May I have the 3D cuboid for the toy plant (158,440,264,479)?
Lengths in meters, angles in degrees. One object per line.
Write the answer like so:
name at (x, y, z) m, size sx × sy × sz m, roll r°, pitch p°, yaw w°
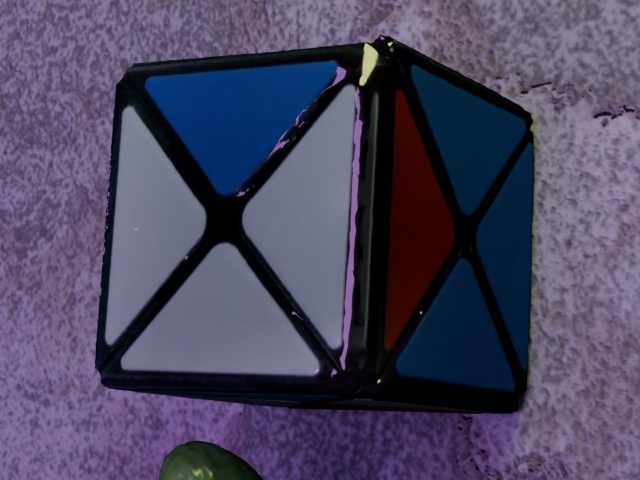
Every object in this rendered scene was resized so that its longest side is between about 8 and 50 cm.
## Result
toy plant at (-0.014, 0.352, 1.224) m, size 0.317 × 0.210 × 0.356 m, roll 20°, pitch 90°, yaw 4°

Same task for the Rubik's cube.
Rubik's cube at (0.000, 0.000, 1.231) m, size 0.250 × 0.248 × 0.246 m, roll -2°, pitch 80°, yaw 36°
